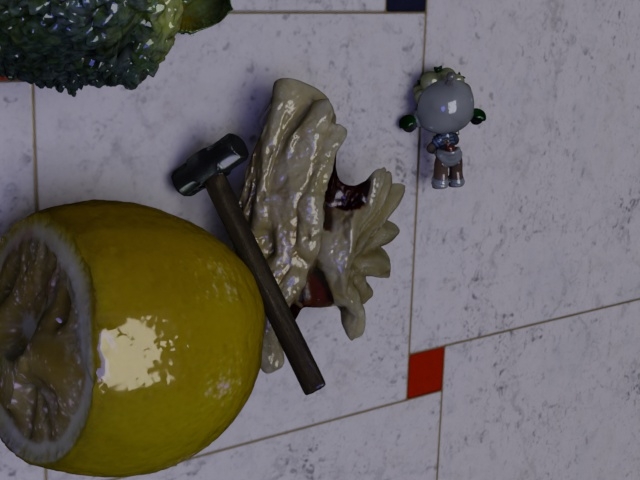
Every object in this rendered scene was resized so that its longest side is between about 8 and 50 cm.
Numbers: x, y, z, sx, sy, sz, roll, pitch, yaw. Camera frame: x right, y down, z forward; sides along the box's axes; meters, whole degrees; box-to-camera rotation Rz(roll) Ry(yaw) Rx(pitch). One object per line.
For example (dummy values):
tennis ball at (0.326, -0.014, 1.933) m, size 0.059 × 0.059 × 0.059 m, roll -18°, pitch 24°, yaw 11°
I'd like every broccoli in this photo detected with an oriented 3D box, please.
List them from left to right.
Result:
broccoli at (-0.299, -0.318, 1.201) m, size 0.293 × 0.348 × 0.280 m, roll 33°, pitch 71°, yaw -44°

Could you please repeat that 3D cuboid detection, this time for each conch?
conch at (-0.159, -0.325, 1.472) m, size 0.089 × 0.074 × 0.121 m, roll 39°, pitch 101°, yaw -1°

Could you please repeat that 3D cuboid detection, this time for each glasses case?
glasses case at (-0.062, -0.196, 1.616) m, size 0.032 × 0.021 × 0.083 m, roll 37°, pitch 79°, yaw -40°

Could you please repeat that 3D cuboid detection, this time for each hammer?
hammer at (-0.082, 0.036, 1.485) m, size 0.043 × 0.111 × 0.365 m, roll -3°, pitch 64°, yaw -62°

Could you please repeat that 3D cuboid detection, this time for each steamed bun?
steamed bun at (0.000, 0.000, 1.606) m, size 0.247 × 0.189 × 0.428 m, roll 0°, pitch 105°, yaw -71°

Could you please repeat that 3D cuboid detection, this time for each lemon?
lemon at (-0.223, 0.119, 1.373) m, size 0.364 × 0.364 × 0.364 m, roll -11°, pitch 108°, yaw -35°

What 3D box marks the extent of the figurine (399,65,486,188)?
figurine at (0.199, -0.184, 1.781) m, size 0.147 × 0.093 × 0.197 m, roll -7°, pitch 116°, yaw -13°
